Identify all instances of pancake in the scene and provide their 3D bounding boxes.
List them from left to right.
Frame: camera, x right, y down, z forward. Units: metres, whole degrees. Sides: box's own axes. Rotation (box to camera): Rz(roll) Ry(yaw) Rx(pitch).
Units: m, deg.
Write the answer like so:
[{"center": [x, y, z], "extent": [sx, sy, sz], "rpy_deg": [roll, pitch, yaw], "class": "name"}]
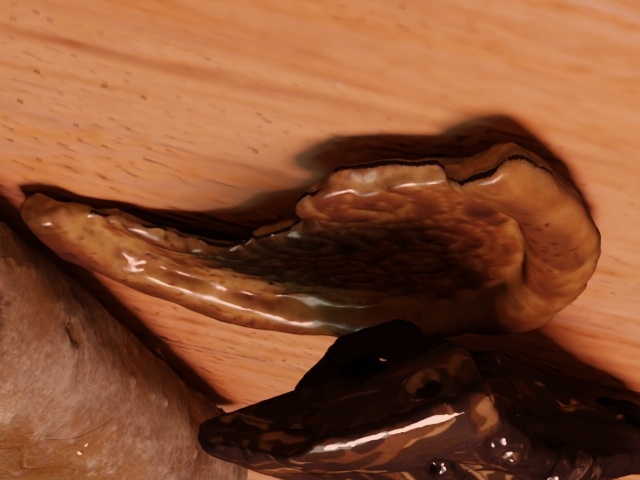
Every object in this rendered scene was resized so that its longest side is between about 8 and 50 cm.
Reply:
[{"center": [0.000, 0.000, 0.437], "extent": [0.184, 0.020, 0.190], "rpy_deg": [18, 156, -17], "class": "pancake"}]

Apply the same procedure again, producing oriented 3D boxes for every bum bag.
[{"center": [0.051, 0.072, 0.483], "extent": [0.102, 0.069, 0.248], "rpy_deg": [-20, 159, 23], "class": "bum bag"}]

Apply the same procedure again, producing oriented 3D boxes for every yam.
[{"center": [-0.108, 0.070, 0.550], "extent": [0.093, 0.093, 0.259], "rpy_deg": [1, 155, 18], "class": "yam"}]
